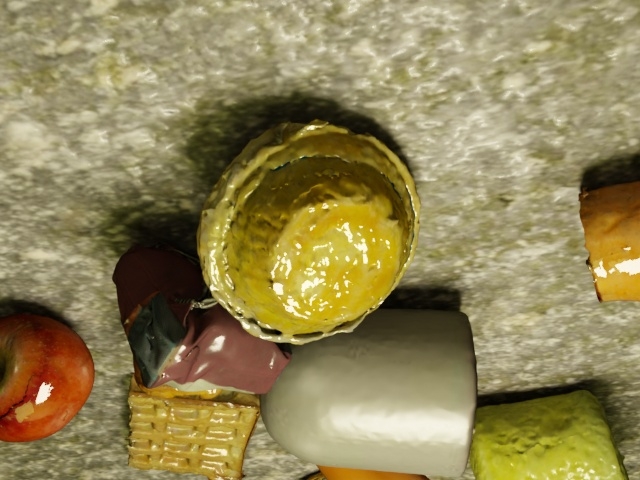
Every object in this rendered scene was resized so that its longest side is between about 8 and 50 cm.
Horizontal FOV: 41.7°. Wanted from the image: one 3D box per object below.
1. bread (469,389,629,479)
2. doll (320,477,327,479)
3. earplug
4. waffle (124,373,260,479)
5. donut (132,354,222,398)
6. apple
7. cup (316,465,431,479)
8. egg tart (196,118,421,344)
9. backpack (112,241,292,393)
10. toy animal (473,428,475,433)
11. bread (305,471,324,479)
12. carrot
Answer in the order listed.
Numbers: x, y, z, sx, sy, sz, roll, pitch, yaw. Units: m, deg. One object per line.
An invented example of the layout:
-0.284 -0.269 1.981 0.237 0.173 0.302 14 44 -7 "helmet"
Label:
0.495 0.492 1.813 0.307 0.348 0.348 -24 132 10 "bread"
0.108 0.539 1.976 0.275 0.155 0.113 2 106 -42 "doll"
0.081 0.281 1.603 0.393 0.313 0.313 3 137 -1 "earplug"
-0.302 0.445 1.960 0.304 0.078 0.348 9 136 -9 "waffle"
-0.257 0.234 1.639 0.226 0.226 0.114 -2 99 4 "donut"
-0.579 0.276 1.670 0.271 0.252 0.206 -34 146 15 "apple"
0.102 0.495 1.804 0.182 0.226 0.264 -44 81 5 "cup"
0.000 0.000 1.319 0.387 0.169 0.388 -8 113 -19 "egg tart"
-0.224 0.120 1.463 0.283 0.317 0.197 21 111 -46 "backpack"
0.222 0.415 1.856 0.166 0.154 0.250 20 152 -3 "toy animal"
0.069 0.659 2.155 0.235 0.099 0.210 -20 136 24 "bread"
0.600 -0.005 1.352 0.340 0.224 0.224 -9 136 17 "carrot"
